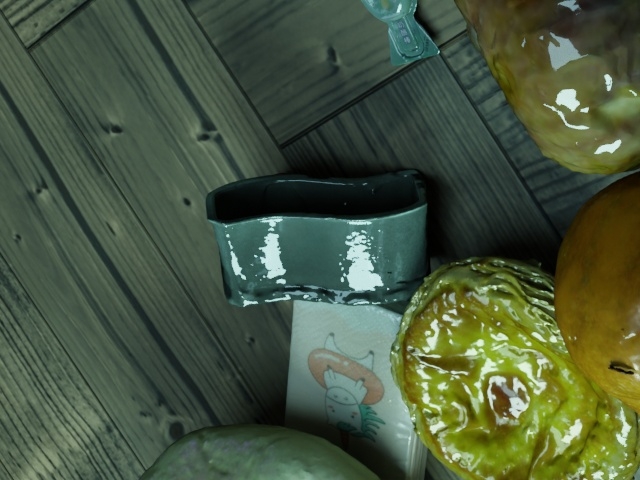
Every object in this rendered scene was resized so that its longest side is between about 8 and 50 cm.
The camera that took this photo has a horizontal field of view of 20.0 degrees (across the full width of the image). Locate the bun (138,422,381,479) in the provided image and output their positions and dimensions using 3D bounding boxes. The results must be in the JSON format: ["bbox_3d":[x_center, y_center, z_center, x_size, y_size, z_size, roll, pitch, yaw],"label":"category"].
[{"bbox_3d":[-0.061,0.372,2.016,0.361,0.213,0.361,23,135,25],"label":"bun"}]

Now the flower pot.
[{"bbox_3d":[0.000,0.000,1.866,0.229,0.103,0.108,-3,119,8],"label":"flower pot"}]

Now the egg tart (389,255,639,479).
[{"bbox_3d":[0.210,0.136,1.833,0.295,0.116,0.294,14,123,23],"label":"egg tart"}]

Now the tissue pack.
[{"bbox_3d":[0.042,0.182,2.013,0.170,0.071,0.325,21,126,23],"label":"tissue pack"}]

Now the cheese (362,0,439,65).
[{"bbox_3d":[0.071,-0.231,1.783,0.067,0.026,0.120,-12,112,41],"label":"cheese"}]

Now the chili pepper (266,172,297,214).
[{"bbox_3d":[-0.042,-0.011,1.968,0.070,0.073,0.123,1,127,-12],"label":"chili pepper"}]

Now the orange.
[{"bbox_3d":[0.345,0.053,1.585,0.284,0.284,0.226,18,82,28],"label":"orange"}]

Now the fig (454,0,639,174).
[{"bbox_3d":[0.302,-0.217,1.527,0.369,0.286,0.286,-20,104,10],"label":"fig"}]
